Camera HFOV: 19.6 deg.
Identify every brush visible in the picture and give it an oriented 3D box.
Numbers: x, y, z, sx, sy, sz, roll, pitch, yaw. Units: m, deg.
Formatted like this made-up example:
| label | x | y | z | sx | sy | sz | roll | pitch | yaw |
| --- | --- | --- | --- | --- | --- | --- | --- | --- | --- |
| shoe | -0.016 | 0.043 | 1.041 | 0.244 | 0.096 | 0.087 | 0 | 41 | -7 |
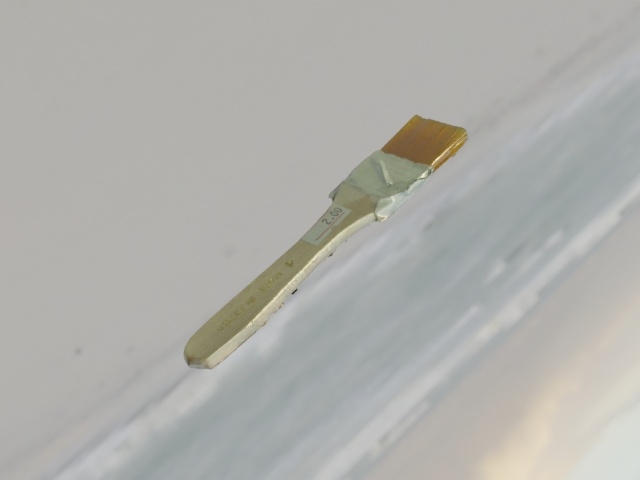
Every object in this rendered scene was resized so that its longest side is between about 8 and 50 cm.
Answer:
| label | x | y | z | sx | sy | sz | roll | pitch | yaw |
| --- | --- | --- | --- | --- | --- | --- | --- | --- | --- |
| brush | 0.000 | 0.000 | 1.672 | 0.336 | 0.085 | 0.020 | -44 | 131 | -20 |
